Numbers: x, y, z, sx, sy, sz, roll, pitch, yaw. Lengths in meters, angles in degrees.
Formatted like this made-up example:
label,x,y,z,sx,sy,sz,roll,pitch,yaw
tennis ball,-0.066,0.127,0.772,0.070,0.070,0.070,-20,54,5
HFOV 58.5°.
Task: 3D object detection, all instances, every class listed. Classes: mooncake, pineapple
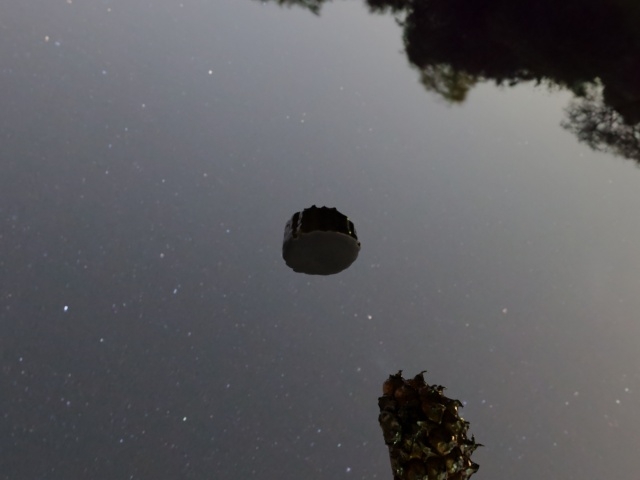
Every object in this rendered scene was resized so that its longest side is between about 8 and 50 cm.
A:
label,x,y,z,sx,sy,sz,roll,pitch,yaw
mooncake,0.000,0.000,1.665,0.228,0.228,0.124,17,-137,-23
pineapple,0.242,0.409,1.206,0.209,0.286,0.344,-12,-128,7
